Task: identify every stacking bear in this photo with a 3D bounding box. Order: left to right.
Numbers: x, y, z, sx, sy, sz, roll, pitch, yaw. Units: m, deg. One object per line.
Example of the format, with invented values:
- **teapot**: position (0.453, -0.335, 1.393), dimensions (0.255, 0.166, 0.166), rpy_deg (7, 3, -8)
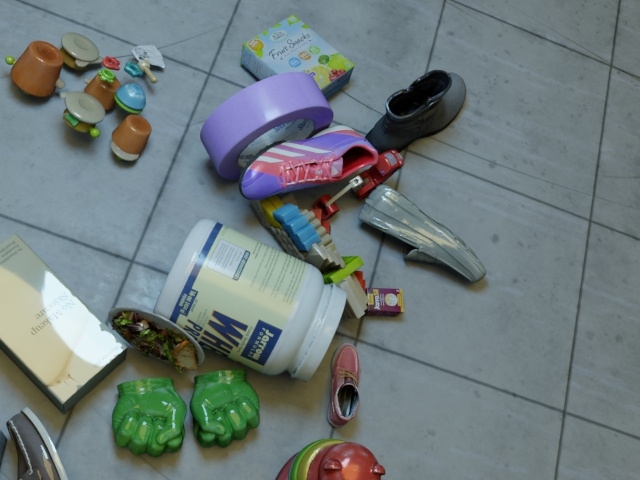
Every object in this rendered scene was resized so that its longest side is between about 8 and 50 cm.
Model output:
- **stacking bear**: position (0.025, 0.438, 1.448), dimensions (0.176, 0.289, 0.164), rpy_deg (15, 65, -10)

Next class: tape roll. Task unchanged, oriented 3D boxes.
- **tape roll**: position (-0.112, -0.239, 1.694), dimensions (0.275, 0.275, 0.090), rpy_deg (-24, 78, -23)

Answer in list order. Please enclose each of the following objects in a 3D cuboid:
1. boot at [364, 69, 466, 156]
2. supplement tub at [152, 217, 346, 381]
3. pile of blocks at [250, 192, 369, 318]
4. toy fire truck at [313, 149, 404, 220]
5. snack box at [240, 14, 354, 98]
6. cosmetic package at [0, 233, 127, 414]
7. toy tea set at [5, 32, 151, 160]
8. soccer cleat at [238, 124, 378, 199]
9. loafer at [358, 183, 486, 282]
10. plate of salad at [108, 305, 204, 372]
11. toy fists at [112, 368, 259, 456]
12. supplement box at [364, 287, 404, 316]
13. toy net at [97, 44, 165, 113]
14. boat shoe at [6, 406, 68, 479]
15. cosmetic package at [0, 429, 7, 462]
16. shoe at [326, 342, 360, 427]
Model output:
- **boot**: position (0.260, -0.327, 1.864), dimensions (0.118, 0.222, 0.338), rpy_deg (45, 64, 6)
- **supplement tub**: position (-0.136, 0.121, 1.562), dimensions (0.325, 0.235, 0.235), rpy_deg (25, 64, -5)
- **pile of blocks**: position (0.000, 0.000, 1.699), dimensions (0.113, 0.149, 0.362), rpy_deg (-35, 81, -25)
- **toy fire truck**: position (0.086, -0.125, 1.781), dimensions (0.135, 0.192, 0.047), rpy_deg (-23, 75, -52)
- **snack box**: position (-0.055, -0.415, 1.876), dimensions (0.207, 0.070, 0.174), rpy_deg (41, 58, 13)
- **cosmetic package**: position (-0.528, 0.157, 1.505), dimensions (0.309, 0.113, 0.160), rpy_deg (43, 64, 5)
- **toy tea set**: position (-0.516, -0.294, 1.714), dimensions (0.336, 0.124, 0.200), rpy_deg (52, 35, 12)
- **soccer cleat**: position (-0.023, -0.156, 1.675), dimensions (0.318, 0.108, 0.116), rpy_deg (-24, 41, -32)
- **loafer**: position (0.230, 0.001, 1.800), dimensions (0.320, 0.112, 0.111), rpy_deg (37, 100, -4)
- **plate of salad**: position (-0.313, 0.191, 1.502), dimensions (0.200, 0.200, 0.048), rpy_deg (27, 58, -4)
- **toy fists**: position (-0.252, 0.330, 1.522), dimensions (0.279, 0.096, 0.142), rpy_deg (-4, 71, -19)
- **supplement box**: position (0.135, 0.134, 1.741), dimensions (0.083, 0.043, 0.054), rpy_deg (2, 69, -14)
- **toy net**: position (-0.415, -0.372, 1.753), dimensions (0.122, 0.045, 0.232), rpy_deg (30, 34, -17)
- **boat shoe**: position (-0.481, 0.452, 1.398), dimensions (0.097, 0.116, 0.324), rpy_deg (-24, 83, -26)
- **cosmetic package**: position (-0.613, 0.439, 1.358), dimensions (0.107, 0.127, 0.237), rpy_deg (13, 64, -11)
- **shoe**: position (0.055, 0.289, 1.633), dimensions (0.064, 0.081, 0.177), rpy_deg (15, 65, -10)
